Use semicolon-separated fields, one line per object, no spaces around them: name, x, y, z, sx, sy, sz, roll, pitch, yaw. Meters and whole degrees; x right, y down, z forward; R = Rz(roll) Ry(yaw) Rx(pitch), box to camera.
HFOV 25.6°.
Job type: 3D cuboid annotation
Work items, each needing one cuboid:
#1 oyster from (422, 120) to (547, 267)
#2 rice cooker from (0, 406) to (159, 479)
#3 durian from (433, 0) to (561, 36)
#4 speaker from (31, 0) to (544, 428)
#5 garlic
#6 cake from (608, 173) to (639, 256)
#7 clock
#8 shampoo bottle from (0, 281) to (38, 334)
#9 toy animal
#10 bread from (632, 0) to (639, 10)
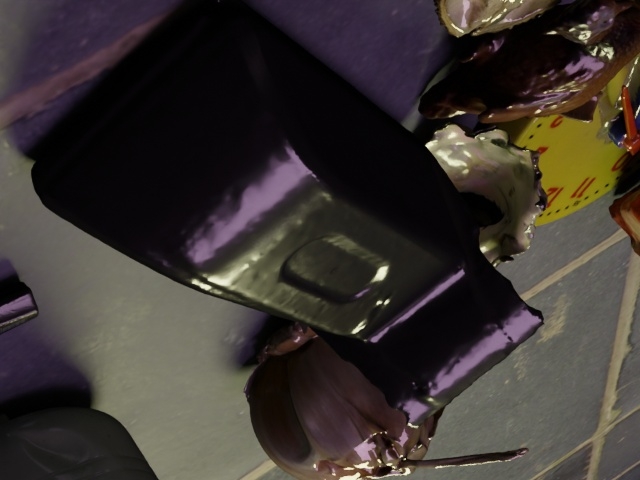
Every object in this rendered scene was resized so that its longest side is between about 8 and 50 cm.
oyster;0.134;-0.037;1.188;0.072;0.133;0.209;-49;159;-33
rice cooker;-0.210;0.274;1.136;0.226;0.244;0.226;-32;158;-15
durian;0.128;-0.199;0.948;0.110;0.071;0.140;-15;164;-27
speaker;0.000;0.000;0.997;0.180;0.184;0.388;-42;153;12
garlic;0.055;0.127;1.281;0.207;0.257;0.207;-5;98;-42
cake;0.459;-0.022;1.377;0.270;0.269;0.319;-42;169;8
clock;0.266;-0.114;1.269;0.277;0.071;0.293;-9;144;-45
shampoo bottle;-0.261;0.068;0.966;0.137;0.027;0.048;-26;162;-21
toy animal;0.157;-0.134;1.061;0.188;0.089;0.179;-20;171;10
bread;0.319;-0.225;1.076;0.199;0.104;0.199;-24;134;-27
